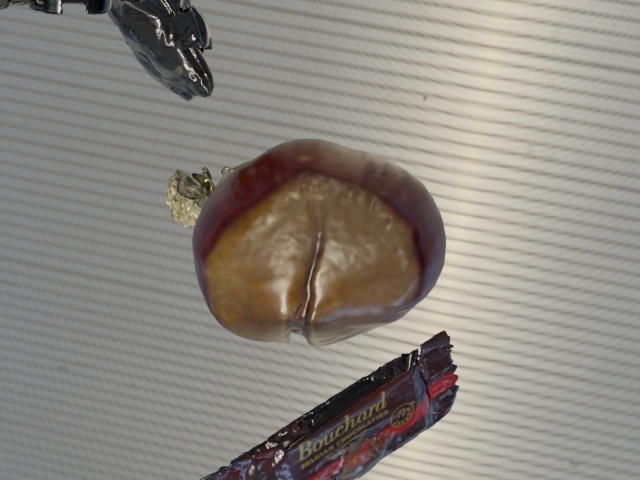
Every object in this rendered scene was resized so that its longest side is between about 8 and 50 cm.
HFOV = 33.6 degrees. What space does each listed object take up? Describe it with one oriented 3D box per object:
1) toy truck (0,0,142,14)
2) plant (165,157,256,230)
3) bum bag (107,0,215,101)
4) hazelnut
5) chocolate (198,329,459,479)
[{"bbox_3d":[-0.181,-0.184,0.557,0.127,0.257,0.127,12,113,11],"label":"toy truck"},{"bbox_3d":[-0.112,-0.059,1.232,0.104,0.122,0.116,-1,145,50],"label":"plant"},{"bbox_3d":[-0.180,-0.263,0.994,0.095,0.144,0.340,-31,132,-14],"label":"bum bag"},{"bbox_3d":[0.000,0.003,0.901,0.212,0.181,0.181,7,76,1],"label":"hazelnut"},{"bbox_3d":[0.012,0.124,0.643,0.183,0.028,0.086,-26,134,-18],"label":"chocolate"}]
